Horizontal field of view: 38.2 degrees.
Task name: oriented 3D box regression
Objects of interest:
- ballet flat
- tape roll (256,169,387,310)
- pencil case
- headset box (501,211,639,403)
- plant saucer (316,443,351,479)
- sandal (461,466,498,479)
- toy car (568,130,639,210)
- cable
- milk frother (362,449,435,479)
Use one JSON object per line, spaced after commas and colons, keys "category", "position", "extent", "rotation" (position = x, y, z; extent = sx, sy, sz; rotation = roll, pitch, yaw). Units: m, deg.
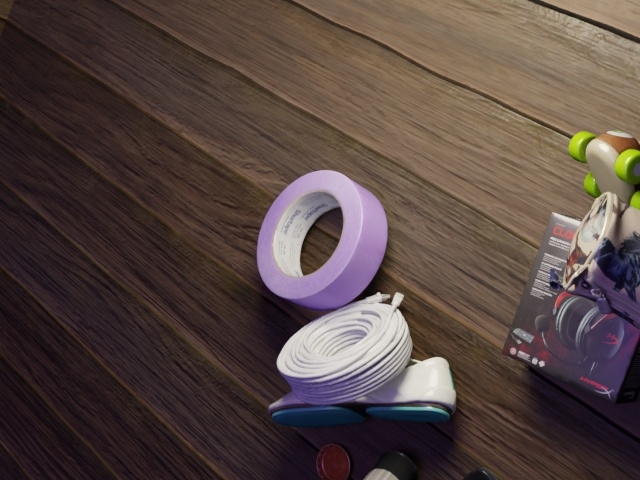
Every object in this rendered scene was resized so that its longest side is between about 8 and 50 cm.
{"category": "ballet flat", "position": [0.083, 0.293, 1.815], "extent": [0.400, 0.139, 0.139], "rotation": [-9, 79, 30]}
{"category": "tape roll", "position": [0.000, 0.000, 1.874], "extent": [0.275, 0.090, 0.275], "rotation": [-20, 58, 35]}
{"category": "pencil case", "position": [0.551, 0.103, 1.362], "extent": [0.410, 0.160, 0.183], "rotation": [31, 62, 3]}
{"category": "headset box", "position": [0.464, 0.096, 1.558], "extent": [0.218, 0.110, 0.293], "rotation": [24, 98, 35]}
{"category": "plant saucer", "position": [0.029, 0.457, 1.889], "extent": [0.083, 0.013, 0.083], "rotation": [-5, 82, 36]}
{"category": "sandal", "position": [0.254, 0.534, 1.693], "extent": [0.097, 0.054, 0.254], "rotation": [34, 105, 33]}
{"category": "toy car", "position": [0.536, -0.143, 1.509], "extent": [0.188, 0.149, 0.155], "rotation": [-34, 27, -6]}
{"category": "cable", "position": [0.047, 0.212, 1.762], "extent": [0.257, 0.257, 0.089], "rotation": [-17, 111, 14]}
{"category": "milk frother", "position": [0.148, 0.483, 1.725], "extent": [0.143, 0.135, 0.129], "rotation": [-7, 111, 38]}
